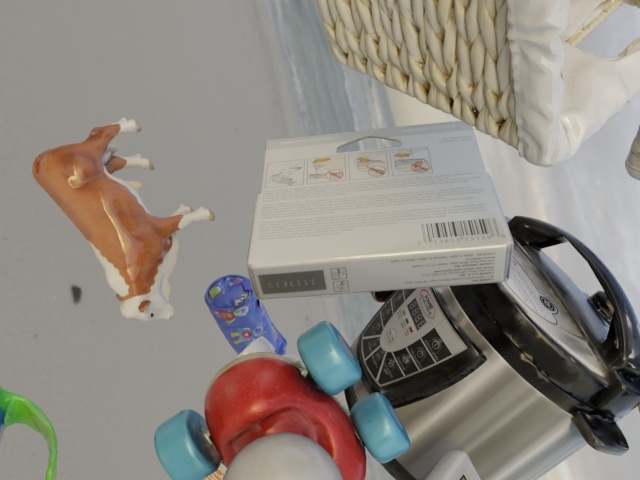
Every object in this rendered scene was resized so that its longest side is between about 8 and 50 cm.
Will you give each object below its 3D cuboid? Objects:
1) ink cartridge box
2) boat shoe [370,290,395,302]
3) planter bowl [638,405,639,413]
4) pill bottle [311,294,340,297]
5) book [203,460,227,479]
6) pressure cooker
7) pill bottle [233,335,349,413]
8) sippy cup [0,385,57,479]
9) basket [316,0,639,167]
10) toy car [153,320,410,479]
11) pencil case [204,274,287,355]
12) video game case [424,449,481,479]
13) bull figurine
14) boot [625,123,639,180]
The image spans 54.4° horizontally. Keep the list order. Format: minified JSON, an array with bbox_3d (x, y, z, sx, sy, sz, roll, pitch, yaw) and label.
[{"bbox_3d":[0.061,-0.044,0.735,0.238,0.275,0.060,-89,172,-49],"label":"ink cartridge box"},{"bbox_3d":[0.181,0.042,1.313,0.324,0.123,0.116,116,-24,-61],"label":"boat shoe"},{"bbox_3d":[0.604,0.232,0.982,0.090,0.217,0.217,-12,87,-76],"label":"planter bowl"},{"bbox_3d":[0.000,0.000,1.303,0.124,0.124,0.221,55,33,-65],"label":"pill bottle"},{"bbox_3d":[-0.138,0.328,0.868,0.144,0.096,0.035,45,38,-4],"label":"book"},{"bbox_3d":[0.286,0.174,0.996,0.370,0.420,0.375,45,26,8],"label":"pressure cooker"},{"bbox_3d":[-0.058,0.300,1.165,0.246,0.136,0.136,44,5,10],"label":"pill bottle"},{"bbox_3d":[-0.478,0.281,0.696,0.224,0.306,0.240,58,-4,43],"label":"sippy cup"},{"bbox_3d":[0.159,-0.301,0.455,0.266,0.328,0.331,35,-23,38],"label":"basket"},{"bbox_3d":[-0.026,0.239,0.592,0.210,0.219,0.238,56,4,-21],"label":"toy car"},{"bbox_3d":[-0.177,0.212,1.563,0.119,0.133,0.306,-103,174,-47],"label":"pencil case"},{"bbox_3d":[0.137,0.464,0.703,0.329,0.036,0.299,-36,101,-38],"label":"video game case"},{"bbox_3d":[-0.284,-0.031,0.932,0.310,0.188,0.101,53,-29,-3],"label":"bull figurine"},{"bbox_3d":[0.709,-0.146,1.154,0.095,0.258,0.123,-50,147,-31],"label":"boot"}]
